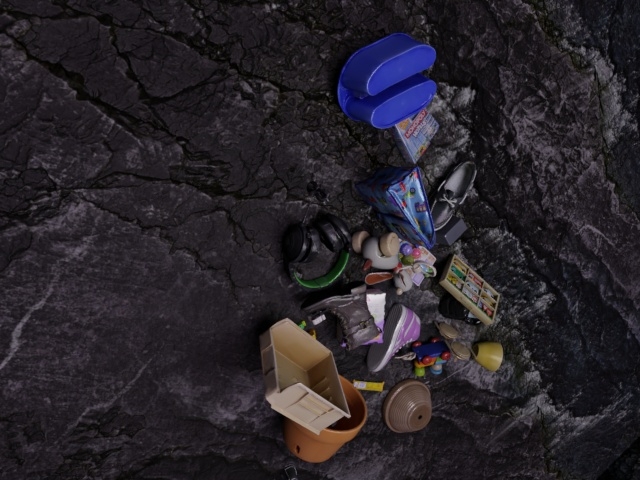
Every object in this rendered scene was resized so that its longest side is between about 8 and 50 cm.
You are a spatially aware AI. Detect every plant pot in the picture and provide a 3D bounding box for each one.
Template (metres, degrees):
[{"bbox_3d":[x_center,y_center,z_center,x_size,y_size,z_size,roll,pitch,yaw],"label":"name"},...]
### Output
[{"bbox_3d":[0.383,0.711,1.786,0.237,0.109,0.238,-6,105,-25],"label":"plant pot"},{"bbox_3d":[0.739,0.510,1.918,0.095,0.134,0.134,15,95,-3],"label":"plant pot"},{"bbox_3d":[-0.008,0.622,1.492,0.290,0.291,0.204,9,113,-28],"label":"plant pot"}]

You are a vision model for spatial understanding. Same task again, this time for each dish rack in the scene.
[{"bbox_3d":[-0.194,0.982,1.583,0.271,0.074,0.208,-15,106,-21],"label":"dish rack"}]

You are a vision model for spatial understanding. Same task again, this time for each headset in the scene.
[{"bbox_3d":[0.000,0.000,1.395,0.243,0.185,0.394,-19,120,-22],"label":"headset"}]

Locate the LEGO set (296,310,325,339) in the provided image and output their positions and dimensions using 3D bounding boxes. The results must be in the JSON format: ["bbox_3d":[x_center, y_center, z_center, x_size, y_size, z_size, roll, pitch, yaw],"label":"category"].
[{"bbox_3d":[-0.064,0.341,1.490,0.227,0.093,0.087,-28,112,-19],"label":"LEGO set"}]

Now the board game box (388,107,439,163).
[{"bbox_3d":[0.323,-0.413,1.535,0.194,0.060,0.194,40,82,-28],"label":"board game box"}]

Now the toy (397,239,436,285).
[{"bbox_3d":[0.358,0.065,1.660,0.237,0.056,0.137,40,81,-28],"label":"toy"}]

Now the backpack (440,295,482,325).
[{"bbox_3d":[0.613,0.287,1.792,0.182,0.152,0.115,12,91,-34],"label":"backpack"}]

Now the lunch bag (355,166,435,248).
[{"bbox_3d":[0.285,-0.100,1.486,0.138,0.221,0.293,-37,111,-14],"label":"lunch bag"}]

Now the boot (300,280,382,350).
[{"bbox_3d":[0.078,0.278,1.478,0.262,0.091,0.229,-16,104,-10],"label":"boot"}]

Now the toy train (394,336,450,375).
[{"bbox_3d":[0.409,0.504,1.771,0.247,0.105,0.143,-8,122,-16],"label":"toy train"}]

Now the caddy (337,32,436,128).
[{"bbox_3d":[0.216,-0.520,1.396,0.341,0.179,0.241,-30,136,-15],"label":"caddy"}]

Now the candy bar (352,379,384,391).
[{"bbox_3d":[0.191,0.581,1.712,0.161,0.018,0.040,15,91,-28],"label":"candy bar"}]

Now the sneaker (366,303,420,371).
[{"bbox_3d":[0.304,0.406,1.686,0.161,0.102,0.282,34,85,-31],"label":"sneaker"}]

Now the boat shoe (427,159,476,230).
[{"bbox_3d":[0.494,-0.178,1.636,0.114,0.091,0.303,28,82,1],"label":"boat shoe"}]

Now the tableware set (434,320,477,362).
[{"bbox_3d":[0.547,0.420,1.768,0.128,0.194,0.039,13,119,-22],"label":"tableware set"}]

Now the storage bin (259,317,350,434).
[{"bbox_3d":[-0.059,0.415,1.326,0.123,0.262,0.260,-38,122,12],"label":"storage bin"}]

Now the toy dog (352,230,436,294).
[{"bbox_3d":[0.235,0.105,1.541,0.333,0.220,0.161,38,61,-18],"label":"toy dog"}]

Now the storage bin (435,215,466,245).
[{"bbox_3d":[0.503,-0.046,1.688,0.135,0.091,0.098,-43,116,-13],"label":"storage bin"}]

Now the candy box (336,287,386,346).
[{"bbox_3d":[0.149,0.282,1.582,0.164,0.070,0.196,0,101,-16],"label":"candy box"}]

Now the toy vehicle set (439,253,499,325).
[{"bbox_3d":[0.605,0.196,1.725,0.267,0.035,0.166,41,47,-6],"label":"toy vehicle set"}]
